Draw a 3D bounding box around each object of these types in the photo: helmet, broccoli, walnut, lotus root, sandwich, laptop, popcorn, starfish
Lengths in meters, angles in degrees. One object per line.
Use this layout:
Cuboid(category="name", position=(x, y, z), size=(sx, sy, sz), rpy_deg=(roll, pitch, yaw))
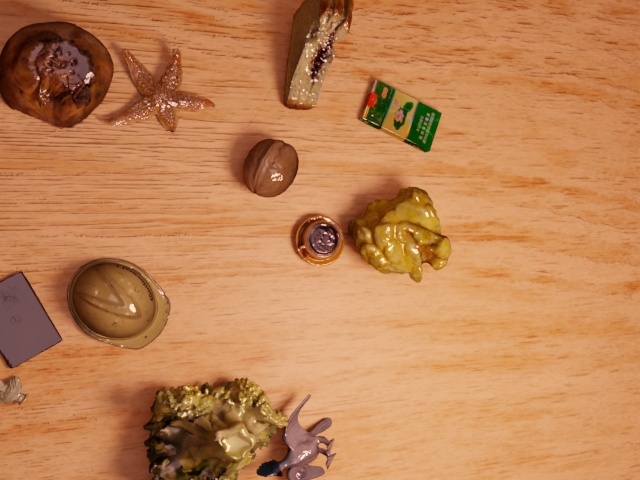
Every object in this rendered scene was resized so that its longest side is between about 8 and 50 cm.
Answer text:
Cuboid(category="helmet", position=(-0.481, 0.152, 1.560), size=(0.258, 0.137, 0.204), rpy_deg=(33, 76, -15))
Cuboid(category="broccoli", position=(-0.236, 0.482, 1.546), size=(0.348, 0.281, 0.293), rpy_deg=(-3, 79, -20))
Cuboid(category="walnut", position=(-0.131, -0.192, 1.716), size=(0.140, 0.140, 0.162), rpy_deg=(24, 89, -17))
Cuboid(category="lotus root", position=(-0.628, -0.403, 1.535), size=(0.272, 0.192, 0.272), rpy_deg=(-1, 93, -24))
Cuboid(category="sandwich", position=(-0.014, -0.509, 1.723), size=(0.100, 0.254, 0.288), rpy_deg=(9, 85, -25))
Cuboid(category="laptop", position=(-0.721, 0.189, 1.537), size=(0.135, 0.016, 0.197), rpy_deg=(-30, 95, -19))
Cuboid(category="popcorn", position=(0.214, -0.010, 1.794), size=(0.250, 0.235, 0.241), rpy_deg=(-18, 50, -9))
Cuboid(category="starfish", position=(-0.428, -0.384, 1.670), size=(0.295, 0.048, 0.231), rpy_deg=(-17, 102, -19))

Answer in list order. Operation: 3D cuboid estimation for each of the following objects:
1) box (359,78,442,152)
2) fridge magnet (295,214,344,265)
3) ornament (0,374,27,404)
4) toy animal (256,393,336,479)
Cuboid(category="box", position=(0.238, -0.366, 1.917), size=(0.235, 0.034, 0.132), rpy_deg=(23, 79, -17))
Cuboid(category="fridge magnet", position=(0.000, 0.000, 1.787), size=(0.143, 0.063, 0.143), rpy_deg=(2, 85, -17))
Cuboid(category="ornament", position=(-0.729, 0.348, 1.508), size=(0.092, 0.041, 0.068), rpy_deg=(12, 88, -28))
Cuboid(category="toy animal", position=(-0.051, 0.535, 1.689), size=(0.176, 0.255, 0.239), rpy_deg=(3, 107, 16))
